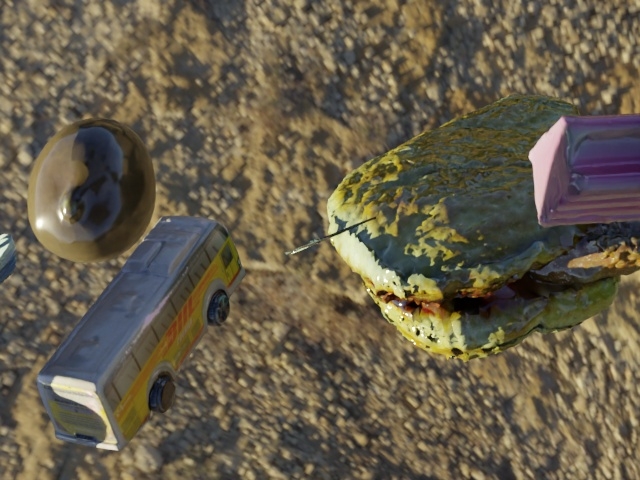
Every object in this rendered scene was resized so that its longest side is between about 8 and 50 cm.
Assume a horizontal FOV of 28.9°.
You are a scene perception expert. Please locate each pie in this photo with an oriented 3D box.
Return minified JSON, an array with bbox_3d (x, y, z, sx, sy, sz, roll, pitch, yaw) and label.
[{"bbox_3d":[0.206,-0.036,1.654,0.395,0.180,0.418,-16,37,-3],"label":"pie"}]

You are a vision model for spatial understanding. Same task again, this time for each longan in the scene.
[{"bbox_3d":[-0.293,-0.065,1.599,0.189,0.189,0.189,-7,67,17],"label":"longan"}]

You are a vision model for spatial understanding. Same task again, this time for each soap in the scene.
[{"bbox_3d":[0.271,-0.056,0.950,0.203,0.122,0.065,-2,79,-6],"label":"soap"}]

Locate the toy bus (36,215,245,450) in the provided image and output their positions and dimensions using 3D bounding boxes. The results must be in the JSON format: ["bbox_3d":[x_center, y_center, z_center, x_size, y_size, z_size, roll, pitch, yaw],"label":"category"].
[{"bbox_3d":[-0.167,0.080,1.193,0.092,0.106,0.268,6,40,25],"label":"toy bus"}]

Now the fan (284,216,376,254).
[{"bbox_3d":[0.000,0.000,1.458,0.113,0.175,0.005,-21,88,-24],"label":"fan"}]

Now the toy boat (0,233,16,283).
[{"bbox_3d":[-0.348,0.008,1.185,0.105,0.149,0.034,-17,57,-1],"label":"toy boat"}]
